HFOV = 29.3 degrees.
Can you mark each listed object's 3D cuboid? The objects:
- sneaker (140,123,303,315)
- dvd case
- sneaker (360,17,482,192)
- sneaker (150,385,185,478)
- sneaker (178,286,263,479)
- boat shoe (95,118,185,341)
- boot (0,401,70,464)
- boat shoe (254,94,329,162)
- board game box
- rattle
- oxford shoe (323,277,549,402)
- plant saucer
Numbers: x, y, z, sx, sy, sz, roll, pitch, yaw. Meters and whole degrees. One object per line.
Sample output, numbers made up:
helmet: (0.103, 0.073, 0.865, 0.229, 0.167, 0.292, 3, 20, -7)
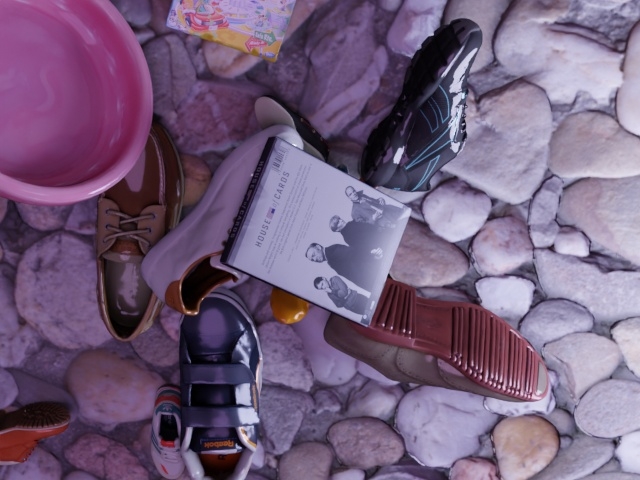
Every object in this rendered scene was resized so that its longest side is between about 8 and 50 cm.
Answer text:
sneaker: (-0.106, -0.018, 1.632, 0.290, 0.123, 0.106, -50, 141, 5)
dvd case: (-0.001, -0.009, 1.627, 0.239, 0.029, 0.179, 26, 80, -30)
sneaker: (0.154, -0.176, 1.649, 0.106, 0.101, 0.267, 20, 122, -19)
sneaker: (-0.234, 0.305, 1.862, 0.057, 0.075, 0.161, 3, 114, -1)
sneaker: (-0.146, 0.233, 1.805, 0.126, 0.127, 0.321, -3, 113, 3)
boat shoe: (-0.254, -0.007, 1.699, 0.122, 0.120, 0.324, 3, 114, -1)
boot: (-0.447, 0.299, 1.873, 0.158, 0.059, 0.084, -11, 117, 14)
boat shoe: (-0.039, -0.150, 1.680, 0.049, 0.042, 0.133, -31, 112, 35)
board game box: (-0.116, -0.309, 1.615, 0.154, 0.026, 0.103, 17, 113, -7)
rattle: (0.000, 0.000, 1.697, 0.200, 0.143, 0.130, -41, 90, 23)
oxford shoe: (0.170, 0.160, 1.798, 0.348, 0.123, 0.130, 26, 139, -13)
plant saucer: (-0.371, -0.196, 1.539, 0.332, 0.332, 0.084, 45, 141, -18)
